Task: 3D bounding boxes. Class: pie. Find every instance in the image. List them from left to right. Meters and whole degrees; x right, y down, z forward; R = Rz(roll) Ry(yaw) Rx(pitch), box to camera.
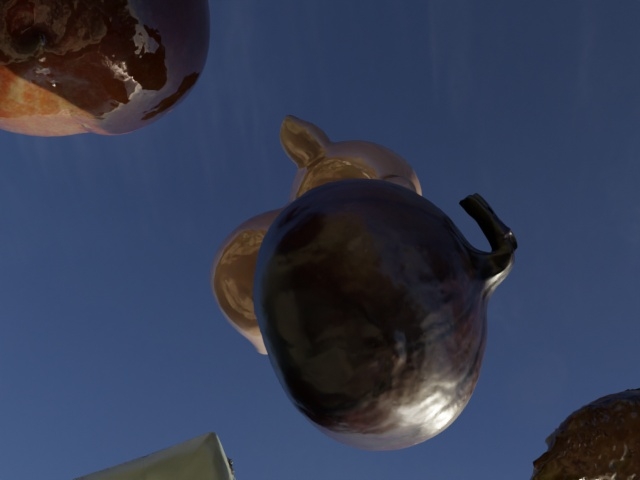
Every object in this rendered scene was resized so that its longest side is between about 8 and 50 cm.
[{"bbox_3d":[0.331,0.295,0.967,0.085,0.308,0.308,-126,-149,-58],"label":"pie"}]

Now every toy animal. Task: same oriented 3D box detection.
[{"bbox_3d":[0.000,0.000,1.153,0.237,0.326,0.269,39,-44,31],"label":"toy animal"}]

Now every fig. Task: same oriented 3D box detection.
[{"bbox_3d":[0.047,0.057,0.727,0.215,0.235,0.235,8,-61,17],"label":"fig"}]

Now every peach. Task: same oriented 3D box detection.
[{"bbox_3d":[-0.223,-0.203,0.742,0.252,0.252,0.252,14,-59,25],"label":"peach"}]

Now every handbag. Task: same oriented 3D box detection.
[{"bbox_3d":[-0.124,0.342,0.822,0.298,0.151,0.171,82,-13,-45],"label":"handbag"}]
